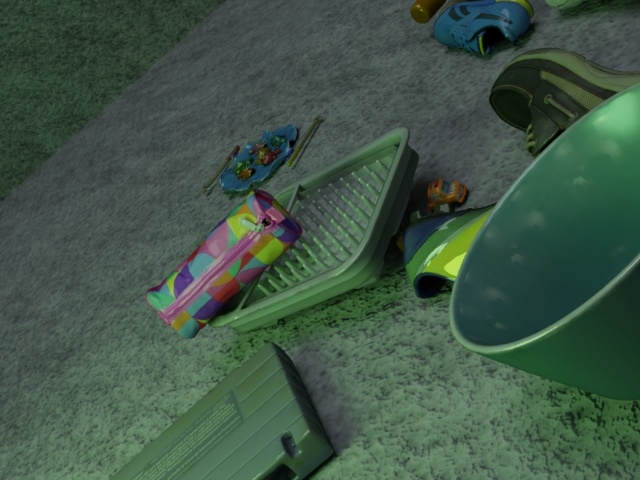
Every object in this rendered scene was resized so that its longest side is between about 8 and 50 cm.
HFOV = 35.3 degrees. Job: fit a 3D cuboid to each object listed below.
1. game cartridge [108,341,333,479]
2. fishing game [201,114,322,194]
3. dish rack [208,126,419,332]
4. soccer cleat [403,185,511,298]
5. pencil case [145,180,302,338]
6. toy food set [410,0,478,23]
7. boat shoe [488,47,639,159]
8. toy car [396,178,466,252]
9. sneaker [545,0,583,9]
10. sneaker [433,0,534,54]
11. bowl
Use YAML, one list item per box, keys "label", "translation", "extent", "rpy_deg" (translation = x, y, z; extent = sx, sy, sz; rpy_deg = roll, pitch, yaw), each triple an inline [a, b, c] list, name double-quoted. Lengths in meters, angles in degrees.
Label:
- label: "game cartridge"
  translation: [-0.153, 0.299, 1.237]
  extent: [0.355, 0.068, 0.230]
  rpy_deg: [-41, 23, 4]
- label: "fishing game"
  translation: [-0.123, -0.159, 1.886]
  extent: [0.264, 0.041, 0.189]
  rpy_deg: [-9, 40, 49]
- label: "dish rack"
  translation: [0.000, 0.000, 1.418]
  extent: [0.333, 0.072, 0.285]
  rpy_deg: [-26, 30, 43]
- label: "soccer cleat"
  translation: [0.213, 0.005, 1.145]
  extent: [0.289, 0.093, 0.121]
  rpy_deg: [-15, 72, 46]
- label: "pencil case"
  translation: [-0.132, 0.030, 1.384]
  extent: [0.236, 0.104, 0.104]
  rpy_deg: [-45, 26, 13]
- label: "toy food set"
  translation: [0.252, -0.439, 1.684]
  extent: [0.104, 0.111, 0.232]
  rpy_deg: [-51, 0, -28]
- label: "boat shoe"
  translation: [0.294, -0.132, 1.168]
  extent: [0.130, 0.132, 0.355]
  rpy_deg: [-48, 26, -6]
- label: "toy car"
  translation: [0.146, -0.035, 1.330]
  extent: [0.060, 0.040, 0.122]
  rpy_deg: [-7, 43, 50]
- label: "sneaker"
  translation: [0.403, -0.390, 1.446]
  extent: [0.114, 0.152, 0.305]
  rpy_deg: [-13, 37, -25]
- label: "sneaker"
  translation: [0.242, -0.333, 1.603]
  extent: [0.209, 0.069, 0.082]
  rpy_deg: [2, 55, 55]
- label: "bowl"
  translation: [0.280, 0.017, 0.891]
  extent: [0.311, 0.163, 0.311]
  rpy_deg: [-48, 14, 16]
